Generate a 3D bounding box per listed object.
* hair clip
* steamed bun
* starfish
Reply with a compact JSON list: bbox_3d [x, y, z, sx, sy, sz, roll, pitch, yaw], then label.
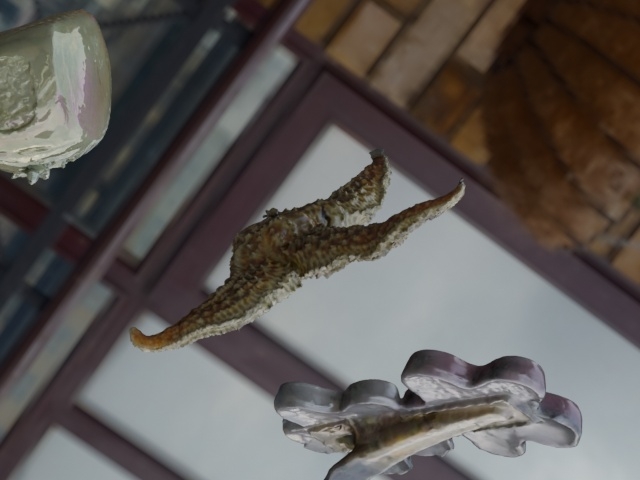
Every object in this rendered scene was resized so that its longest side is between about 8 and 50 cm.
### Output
[{"bbox_3d":[0.071,0.134,1.329,0.257,0.146,0.075,-22,-138,36],"label":"hair clip"},{"bbox_3d":[-0.286,-0.138,1.794,0.170,0.153,0.239,-16,-172,6],"label":"steamed bun"},{"bbox_3d":[-0.005,-0.005,1.587,0.301,0.084,0.293,-32,-178,10],"label":"starfish"}]
